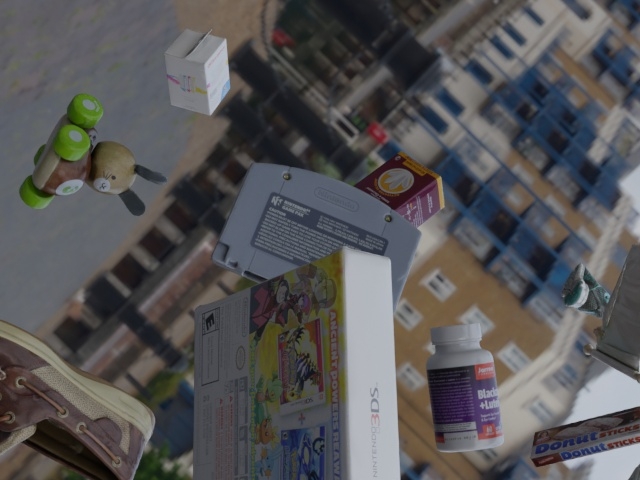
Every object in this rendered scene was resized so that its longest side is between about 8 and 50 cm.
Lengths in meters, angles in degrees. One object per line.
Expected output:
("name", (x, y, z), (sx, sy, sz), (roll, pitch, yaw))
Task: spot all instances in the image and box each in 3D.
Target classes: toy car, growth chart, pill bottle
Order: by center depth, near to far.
("growth chart", (0.463, 0.085, 1.547), (0.237, 0.021, 0.172), (-68, -156, 11))
("toy car", (-0.339, -0.104, 1.692), (0.155, 0.188, 0.149), (-44, -155, 39))
("pill bottle", (0.224, 0.229, 1.723), (0.108, 0.193, 0.108), (-7, 175, -1))

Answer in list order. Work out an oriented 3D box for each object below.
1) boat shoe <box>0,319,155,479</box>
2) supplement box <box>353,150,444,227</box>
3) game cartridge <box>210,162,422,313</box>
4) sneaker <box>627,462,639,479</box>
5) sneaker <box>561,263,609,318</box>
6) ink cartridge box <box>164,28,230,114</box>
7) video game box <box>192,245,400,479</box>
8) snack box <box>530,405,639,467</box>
("boat shoe", (-0.361, 0.197, 1.302), (0.123, 0.342, 0.123), (-35, -150, 41))
("supplement box", (0.111, -0.057, 1.899), (0.188, 0.104, 0.081), (-37, 140, -21))
("game cartridge", (0.000, 0.000, 1.719), (0.062, 0.297, 0.198), (119, -7, -66))
("sneaker", (0.442, 0.358, 1.550), (0.152, 0.054, 0.061), (-44, -176, -26))
("sneaker", (0.459, 0.093, 1.879), (0.065, 0.076, 0.166), (-59, 178, 21))
("ink cartridge box", (-0.236, -0.331, 2.099), (0.143, 0.090, 0.092), (90, 23, -45))
("video game box", (-0.022, 0.125, 0.726), (0.187, 0.048, 0.205), (-24, -118, 52))
("snack box", (0.399, 0.290, 1.616), (0.178, 0.022, 0.064), (-21, -158, 28))
